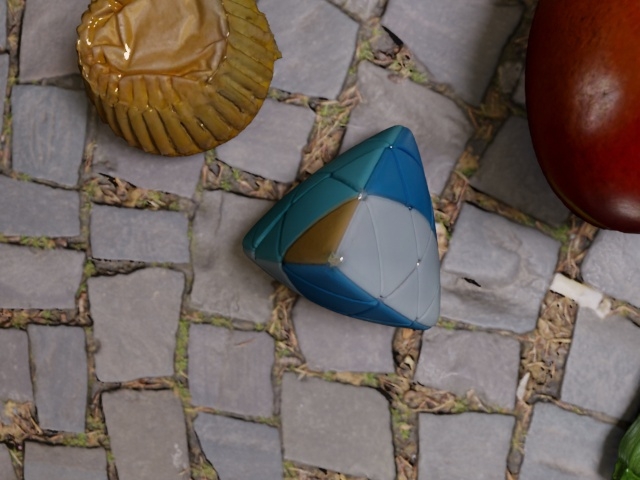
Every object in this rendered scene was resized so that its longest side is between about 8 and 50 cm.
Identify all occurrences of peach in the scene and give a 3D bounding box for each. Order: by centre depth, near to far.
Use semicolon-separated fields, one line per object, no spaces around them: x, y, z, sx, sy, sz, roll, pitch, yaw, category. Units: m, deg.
0.293;-0.161;0.574;0.201;0.258;0.361;-17;86;43;peach

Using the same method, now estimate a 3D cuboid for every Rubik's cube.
0.000;0.000;0.643;0.255;0.254;0.254;1;94;8;Rubik's cube

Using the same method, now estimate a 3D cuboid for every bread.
-0.175;-0.212;0.694;0.240;0.139;0.239;1;94;12;bread

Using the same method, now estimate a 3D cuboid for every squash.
0.402;0.192;0.673;0.077;0.068;0.219;24;97;-10;squash
